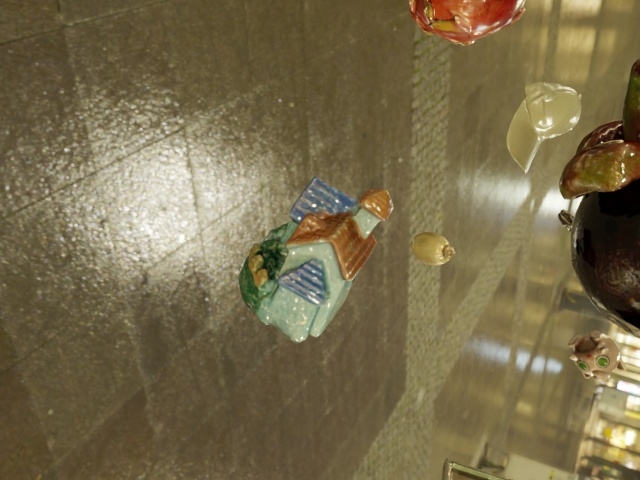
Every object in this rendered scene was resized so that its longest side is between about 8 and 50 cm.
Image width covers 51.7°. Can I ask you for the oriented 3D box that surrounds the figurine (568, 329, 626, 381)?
[{"bbox_3d":[0.747,0.314,1.793,0.138,0.125,0.125,59,42,-12],"label":"figurine"}]

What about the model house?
[{"bbox_3d":[0.000,0.000,1.450,0.329,0.251,0.295,-56,176,33],"label":"model house"}]

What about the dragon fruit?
[{"bbox_3d":[0.344,-0.563,1.475,0.250,0.315,0.250,29,42,-30],"label":"dragon fruit"}]

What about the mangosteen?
[{"bbox_3d":[0.554,-0.049,0.995,0.435,0.382,0.382,56,49,-24],"label":"mangosteen"}]

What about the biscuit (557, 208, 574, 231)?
[{"bbox_3d":[0.589,-0.034,1.538,0.087,0.089,0.027,22,124,-42],"label":"biscuit"}]

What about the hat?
[{"bbox_3d":[0.503,-0.241,1.460,0.166,0.144,0.173,32,57,-48],"label":"hat"}]

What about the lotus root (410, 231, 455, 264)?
[{"bbox_3d":[0.239,0.017,1.444,0.062,0.150,0.073,-33,107,-17],"label":"lotus root"}]

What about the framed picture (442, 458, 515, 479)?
[{"bbox_3d":[0.442,0.565,1.243,0.326,0.445,0.028,-33,137,-73],"label":"framed picture"}]
